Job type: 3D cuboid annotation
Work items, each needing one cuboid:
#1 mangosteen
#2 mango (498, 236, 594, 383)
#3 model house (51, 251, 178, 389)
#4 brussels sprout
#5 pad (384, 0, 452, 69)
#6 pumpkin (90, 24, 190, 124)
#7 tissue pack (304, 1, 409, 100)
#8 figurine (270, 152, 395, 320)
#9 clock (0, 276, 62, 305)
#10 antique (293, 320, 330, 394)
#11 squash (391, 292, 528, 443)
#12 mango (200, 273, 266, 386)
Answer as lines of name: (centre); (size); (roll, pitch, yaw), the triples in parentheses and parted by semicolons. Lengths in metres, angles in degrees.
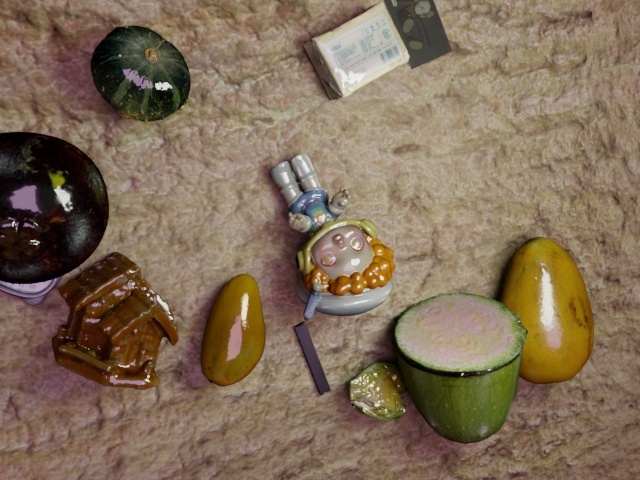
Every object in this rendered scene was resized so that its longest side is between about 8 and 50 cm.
mangosteen: (-0.523, -0.065, 0.962); (0.288, 0.288, 0.287); (-2, 96, -18)
mango: (0.576, 0.178, 1.374); (0.264, 0.221, 0.377); (-4, 91, -38)
model house: (-0.409, 0.152, 1.072); (0.220, 0.199, 0.229); (10, 97, -31)
brussels sprout: (0.142, 0.370, 1.323); (0.181, 0.100, 0.138); (10, 82, -17)
pad: (0.239, -0.531, 1.305); (0.127, 0.004, 0.190); (-28, 104, -13)
pumpkin: (-0.354, -0.328, 1.057); (0.191, 0.146, 0.190); (7, 64, -15)
tissue pack: (0.082, -0.430, 1.218); (0.196, 0.092, 0.148); (-32, 105, -14)
figurine: (0.027, -0.014, 1.214); (0.225, 0.205, 0.381); (-11, 80, -13)
clock: (-0.607, 0.067, 1.066); (0.153, 0.050, 0.110); (27, 87, -19)
antique: (-0.020, 0.289, 1.301); (0.031, 0.015, 0.191); (-22, 101, -13)
squash: (0.348, 0.337, 1.318); (0.311, 0.310, 0.308); (-21, 120, -15)
mango: (-0.186, 0.200, 1.188); (0.139, 0.113, 0.253); (13, 84, -15)
